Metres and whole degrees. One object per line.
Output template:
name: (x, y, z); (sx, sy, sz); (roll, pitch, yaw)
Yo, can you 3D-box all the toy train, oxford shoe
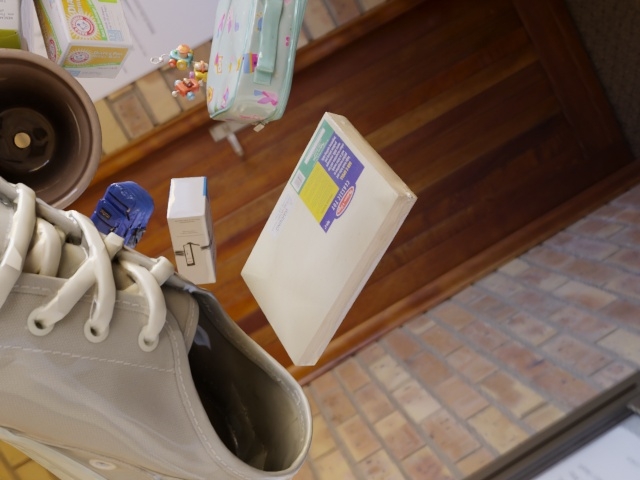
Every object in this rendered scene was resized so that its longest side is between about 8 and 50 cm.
toy train: (-0.321, -0.404, 1.810); (0.166, 0.125, 0.046); (48, 145, 24)
oxford shoe: (-0.157, 0.034, 0.425); (0.449, 0.130, 0.169); (44, -156, -37)

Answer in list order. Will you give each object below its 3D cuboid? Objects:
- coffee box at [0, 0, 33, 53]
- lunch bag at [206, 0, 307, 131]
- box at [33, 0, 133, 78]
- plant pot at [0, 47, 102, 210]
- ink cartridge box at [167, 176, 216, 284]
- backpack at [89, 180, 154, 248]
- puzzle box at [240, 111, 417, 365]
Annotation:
coffee box: (-0.681, -0.414, 1.331); (0.337, 0.338, 0.334); (130, 135, -67)
lunch bag: (-0.103, -0.321, 1.259); (0.224, 0.107, 0.279); (-171, 89, -66)
box: (-0.405, -0.385, 1.293); (0.103, 0.114, 0.203); (-36, 69, 50)
plant pot: (-0.491, -0.167, 1.254); (0.263, 0.263, 0.229); (61, 170, -13)
ink cartridge box: (-0.289, -0.020, 1.753); (0.148, 0.086, 0.203); (-98, 4, -49)
backpack: (-0.381, -0.049, 1.476); (0.098, 0.120, 0.101); (38, -164, 9)
puzzle box: (0.000, 0.000, 1.458); (0.052, 0.409, 0.272); (6, -144, -39)
